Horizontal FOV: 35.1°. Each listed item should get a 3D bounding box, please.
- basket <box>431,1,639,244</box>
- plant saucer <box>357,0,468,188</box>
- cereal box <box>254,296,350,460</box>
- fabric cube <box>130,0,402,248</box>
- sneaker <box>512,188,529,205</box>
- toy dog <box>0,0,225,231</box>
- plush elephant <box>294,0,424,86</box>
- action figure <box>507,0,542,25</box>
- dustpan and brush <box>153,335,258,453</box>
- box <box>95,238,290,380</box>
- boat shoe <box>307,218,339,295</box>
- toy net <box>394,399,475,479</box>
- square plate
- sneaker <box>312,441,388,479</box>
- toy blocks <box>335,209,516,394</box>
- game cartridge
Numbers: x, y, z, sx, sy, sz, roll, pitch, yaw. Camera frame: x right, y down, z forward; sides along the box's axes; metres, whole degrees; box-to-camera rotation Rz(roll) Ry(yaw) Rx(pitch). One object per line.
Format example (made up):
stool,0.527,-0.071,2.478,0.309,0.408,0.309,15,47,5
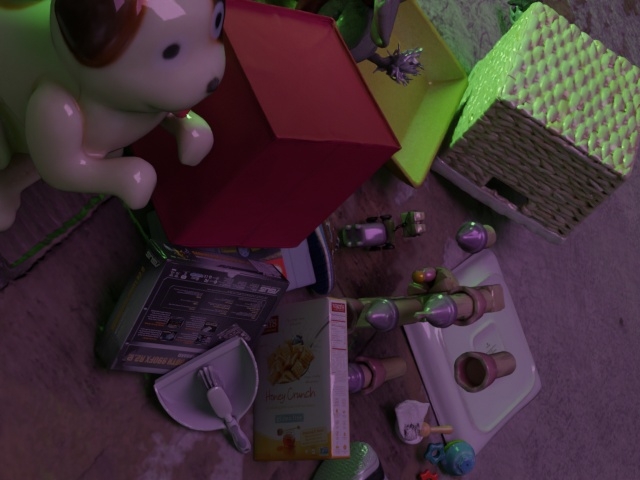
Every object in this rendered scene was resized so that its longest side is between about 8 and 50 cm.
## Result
basket,0.453,-0.237,2.033,0.328,0.266,0.331,31,53,-6
plant saucer,0.120,-0.311,1.909,0.333,0.081,0.333,49,49,-27
cereal box,-0.032,0.215,1.553,0.047,0.173,0.240,11,72,-44
fabric cube,-0.092,-0.162,1.459,0.259,0.258,0.254,0,56,-46
sneaker,0.449,-0.158,2.216,0.094,0.091,0.258,31,48,-31
toy dog,-0.274,-0.231,1.231,0.284,0.408,0.395,-26,100,-47
plush elephant,0.057,-0.414,1.631,0.330,0.255,0.272,25,46,-3
action figure,0.486,-0.407,2.314,0.185,0.099,0.285,-3,86,-54
dustpan and brush,-0.143,0.247,1.494,0.147,0.060,0.211,-28,142,-9
box,-0.177,0.104,1.435,0.231,0.056,0.183,13,114,-44
boat shoe,0.000,0.000,1.716,0.066,0.066,0.183,-13,90,-49
toy net,0.192,0.376,1.850,0.122,0.045,0.232,-47,114,-7
square plate,0.317,0.223,2.012,0.347,0.049,0.344,-30,103,-46
sneaker,0.047,0.516,1.587,0.210,0.137,0.366,49,46,-23
toy blocks,0.130,0.101,1.666,0.260,0.288,0.309,-3,86,-52
game cartridge,-0.132,0.002,1.588,0.294,0.060,0.196,-14,87,-47
